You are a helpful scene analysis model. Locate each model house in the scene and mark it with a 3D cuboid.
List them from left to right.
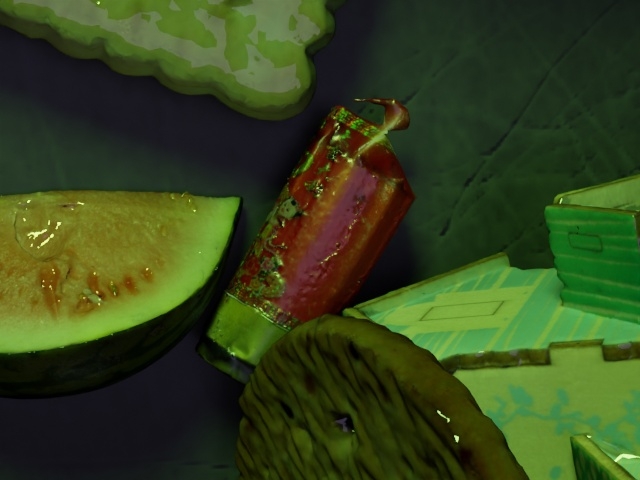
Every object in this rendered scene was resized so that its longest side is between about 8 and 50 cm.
[{"bbox_3d":[0.112,0.068,0.501,0.206,0.271,0.178,-8,105,24],"label":"model house"}]

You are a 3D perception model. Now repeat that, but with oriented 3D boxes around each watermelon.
[{"bbox_3d":[-0.110,0.034,0.534,0.163,0.087,0.069,-3,134,-7],"label":"watermelon"}]

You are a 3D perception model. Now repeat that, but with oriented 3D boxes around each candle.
[{"bbox_3d":[0.000,0.000,0.542,0.052,0.052,0.130,29,91,-12],"label":"candle"}]

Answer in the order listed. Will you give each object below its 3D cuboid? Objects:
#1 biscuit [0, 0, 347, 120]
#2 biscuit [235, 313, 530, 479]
[{"bbox_3d":[-0.048,-0.226,0.508,0.217,0.044,0.325,21,91,-13],"label":"biscuit"},{"bbox_3d":[0.026,0.115,0.464,0.027,0.188,0.188,-16,100,-29],"label":"biscuit"}]
